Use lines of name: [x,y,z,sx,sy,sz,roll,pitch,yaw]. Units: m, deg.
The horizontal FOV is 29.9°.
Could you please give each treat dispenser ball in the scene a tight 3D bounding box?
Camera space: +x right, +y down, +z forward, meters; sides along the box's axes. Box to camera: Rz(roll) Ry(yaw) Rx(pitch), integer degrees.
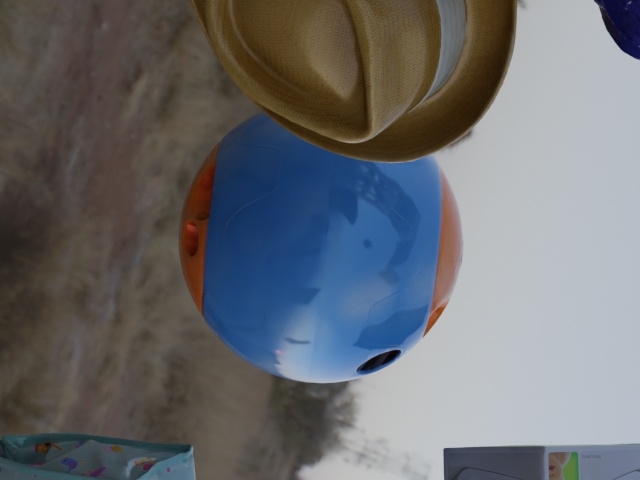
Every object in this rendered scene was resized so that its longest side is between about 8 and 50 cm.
treat dispenser ball: [0.000,0.000,1.218,0.288,0.288,0.288,-157,-90,-87]

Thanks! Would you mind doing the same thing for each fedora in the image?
fedora: [0.002,-0.112,0.604,0.079,0.194,0.194,-55,173,-49]

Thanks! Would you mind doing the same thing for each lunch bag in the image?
lunch bag: [-0.276,0.342,1.380,0.160,0.262,0.224,-19,107,-61]

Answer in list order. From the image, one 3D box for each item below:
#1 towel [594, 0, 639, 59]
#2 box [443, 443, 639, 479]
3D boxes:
towel: [0.145,-0.277,0.672,0.228,0.076,0.308,-119,-174,-47]
box: [0.248,0.324,1.225,0.126,0.262,0.231,-10,-105,41]
